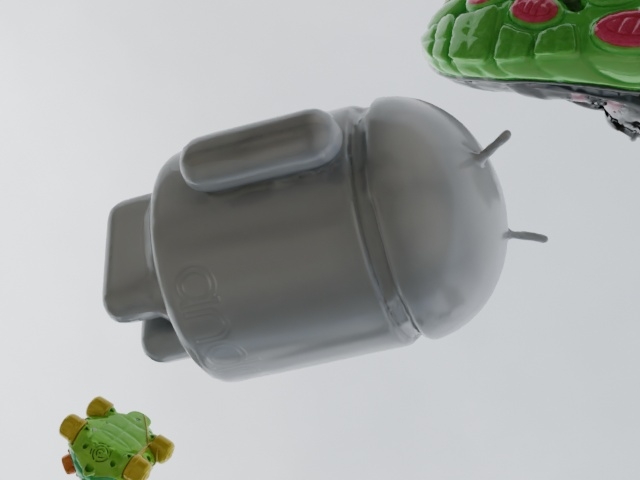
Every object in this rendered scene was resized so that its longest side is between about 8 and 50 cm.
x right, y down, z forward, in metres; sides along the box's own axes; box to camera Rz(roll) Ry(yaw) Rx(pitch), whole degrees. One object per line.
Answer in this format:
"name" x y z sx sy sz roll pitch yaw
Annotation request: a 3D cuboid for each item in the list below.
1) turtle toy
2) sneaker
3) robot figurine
"turtle toy" -0.190 0.197 1.216 0.095 0.130 0.066 31 -70 10
"sneaker" 0.295 -0.162 1.276 0.482 0.202 0.185 19 -118 42
"robot figurine" 0.000 0.000 1.067 0.353 0.300 0.200 -14 -123 16
